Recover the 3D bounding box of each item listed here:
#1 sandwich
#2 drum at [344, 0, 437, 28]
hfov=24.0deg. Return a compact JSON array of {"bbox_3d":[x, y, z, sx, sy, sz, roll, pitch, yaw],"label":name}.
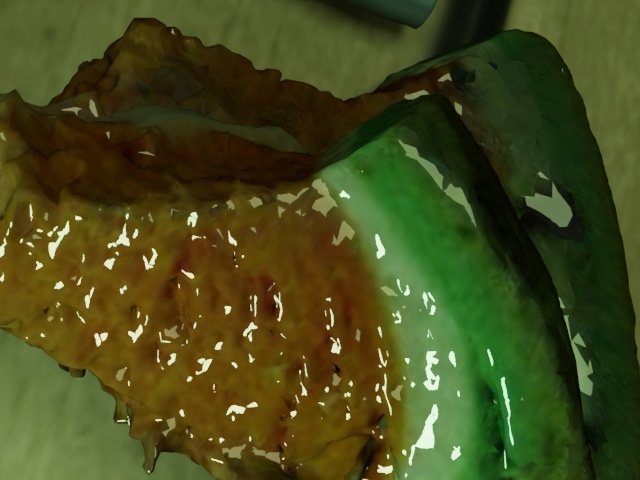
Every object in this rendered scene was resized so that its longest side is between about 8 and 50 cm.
[{"bbox_3d":[0.000,0.000,0.573,0.301,0.162,0.250,10,67,-22],"label":"sandwich"},{"bbox_3d":[-0.074,-0.145,0.649,0.253,0.049,0.130,39,64,-7],"label":"drum"}]
